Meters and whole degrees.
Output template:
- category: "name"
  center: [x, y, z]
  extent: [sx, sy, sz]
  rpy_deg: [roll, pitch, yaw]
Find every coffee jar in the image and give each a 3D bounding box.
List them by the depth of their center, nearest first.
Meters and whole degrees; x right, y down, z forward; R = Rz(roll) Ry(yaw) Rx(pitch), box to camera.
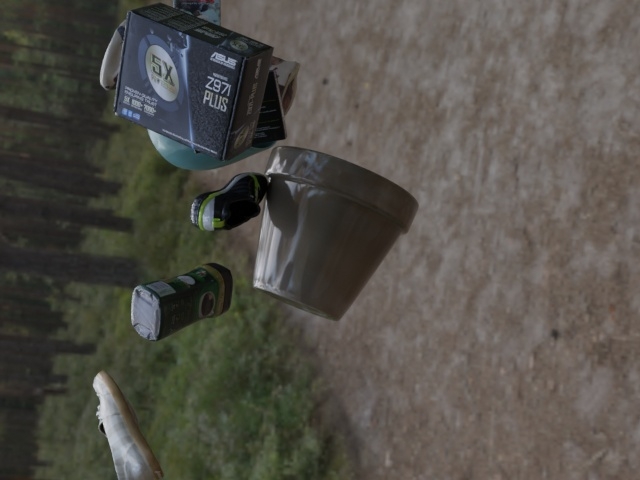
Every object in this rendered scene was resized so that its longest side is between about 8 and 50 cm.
- category: "coffee jar"
  center: [-0.233, 0.101, 1.672]
  extent: [0.079, 0.184, 0.096]
  rpy_deg: [25, 117, 34]

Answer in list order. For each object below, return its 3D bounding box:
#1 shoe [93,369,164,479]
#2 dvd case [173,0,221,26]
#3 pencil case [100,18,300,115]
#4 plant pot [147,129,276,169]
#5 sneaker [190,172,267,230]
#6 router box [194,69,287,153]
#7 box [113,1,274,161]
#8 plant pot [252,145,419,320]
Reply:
- category: "shoe"
  center: [-0.287, 0.264, 1.374]
  extent: [0.219, 0.058, 0.076]
  rpy_deg: [48, 163, 46]
- category: "dvd case"
  center: [-0.224, -0.442, 1.762]
  extent: [0.013, 0.087, 0.119]
  rpy_deg: [-94, 5, -65]
- category: "pencil case"
  center: [-0.256, -0.342, 2.052]
  extent: [0.183, 0.411, 0.159]
  rpy_deg: [107, 177, -45]
- category: "plant pot"
  center: [-0.280, -0.304, 2.379]
  extent: [0.235, 0.293, 0.292]
  rpy_deg: [-27, 49, 31]
- category: "sneaker"
  center: [-0.148, -0.062, 1.837]
  extent: [0.235, 0.097, 0.084]
  rpy_deg: [-36, -45, -54]
- category: "router box"
  center: [-0.162, -0.245, 1.855]
  extent: [0.046, 0.179, 0.133]
  rpy_deg: [-82, -17, -77]
- category: "box"
  center: [-0.168, -0.208, 1.272]
  extent: [0.077, 0.180, 0.147]
  rpy_deg: [-40, -29, -57]
- category: "plant pot"
  center: [0.000, 0.000, 1.961]
  extent: [0.280, 0.323, 0.323]
  rpy_deg: [-68, 13, -7]
